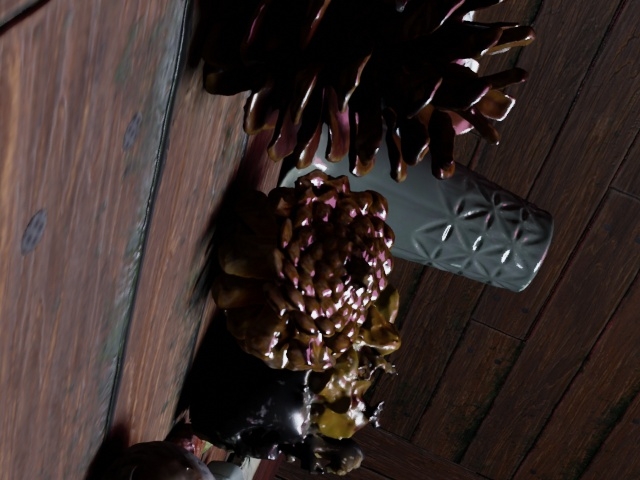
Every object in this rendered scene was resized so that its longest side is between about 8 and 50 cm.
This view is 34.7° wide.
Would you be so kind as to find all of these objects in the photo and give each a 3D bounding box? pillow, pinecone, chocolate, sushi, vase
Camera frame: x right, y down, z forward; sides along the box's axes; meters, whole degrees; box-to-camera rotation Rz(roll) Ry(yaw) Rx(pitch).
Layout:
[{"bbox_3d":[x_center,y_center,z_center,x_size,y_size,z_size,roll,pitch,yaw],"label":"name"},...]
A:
[{"bbox_3d":[-0.134,0.393,1.805,0.229,0.051,0.128,-60,178,-45],"label":"pillow"},{"bbox_3d":[0.035,-0.124,0.632,0.208,0.207,0.208,23,90,-85],"label":"pinecone"},{"bbox_3d":[-0.135,0.238,0.885,0.248,0.110,0.110,106,8,-68],"label":"chocolate"},{"bbox_3d":[-0.018,0.131,1.102,0.213,0.200,0.204,-31,140,-79],"label":"sushi"},{"bbox_3d":[0.107,-0.044,1.170,0.251,0.300,0.156,-108,-139,-85],"label":"vase"},{"bbox_3d":[-0.017,0.029,0.919,0.195,0.149,0.179,103,11,-63],"label":"pinecone"}]

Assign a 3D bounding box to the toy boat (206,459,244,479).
[{"bbox_3d":[-0.168,0.401,1.365,0.260,0.078,0.085,-62,158,-58],"label":"toy boat"}]

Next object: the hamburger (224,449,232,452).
[{"bbox_3d":[-0.085,0.233,1.409,0.133,0.062,0.140,-42,-164,40],"label":"hamburger"}]

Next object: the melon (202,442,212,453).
[{"bbox_3d":[-0.114,0.202,1.319,0.098,0.054,0.182,-52,-176,35],"label":"melon"}]

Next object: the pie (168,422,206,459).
[{"bbox_3d":[-0.162,0.264,1.089,0.154,0.036,0.155,22,90,-85],"label":"pie"}]
